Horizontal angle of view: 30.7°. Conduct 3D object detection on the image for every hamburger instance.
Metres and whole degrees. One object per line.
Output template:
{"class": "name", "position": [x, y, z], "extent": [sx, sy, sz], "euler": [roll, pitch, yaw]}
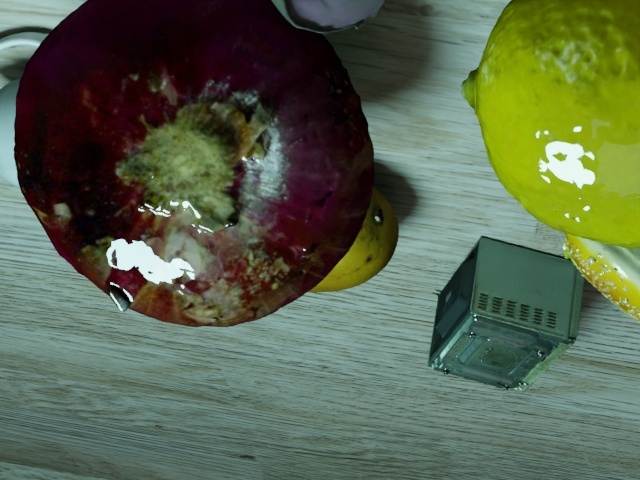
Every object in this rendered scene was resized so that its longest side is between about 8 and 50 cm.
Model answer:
{"class": "hamburger", "position": [0.358, 0.029, 1.312], "extent": [0.116, 0.173, 0.210], "euler": [-39, 135, 10]}

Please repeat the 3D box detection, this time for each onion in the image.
{"class": "onion", "position": [-0.119, -0.092, 1.165], "extent": [0.347, 0.348, 0.385], "euler": [13, -171, -2]}

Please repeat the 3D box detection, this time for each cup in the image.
{"class": "cup", "position": [-0.318, -0.131, 1.303], "extent": [0.141, 0.134, 0.173], "euler": [2, 153, 23]}

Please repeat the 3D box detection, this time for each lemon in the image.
{"class": "lemon", "position": [0.269, -0.115, 0.961], "extent": [0.283, 0.261, 0.260], "euler": [15, 153, -6]}

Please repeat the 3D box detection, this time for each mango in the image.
{"class": "mango", "position": [0.000, 0.000, 1.424], "extent": [0.166, 0.136, 0.236], "euler": [22, 157, -25]}

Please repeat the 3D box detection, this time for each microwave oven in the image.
{"class": "microwave oven", "position": [0.239, 0.107, 1.536], "extent": [0.163, 0.129, 0.205], "euler": [13, 153, -4]}

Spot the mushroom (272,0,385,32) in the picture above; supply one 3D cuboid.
{"class": "mushroom", "position": [-0.001, -0.259, 0.945], "extent": [0.117, 0.141, 0.188], "euler": [42, 163, 17]}
